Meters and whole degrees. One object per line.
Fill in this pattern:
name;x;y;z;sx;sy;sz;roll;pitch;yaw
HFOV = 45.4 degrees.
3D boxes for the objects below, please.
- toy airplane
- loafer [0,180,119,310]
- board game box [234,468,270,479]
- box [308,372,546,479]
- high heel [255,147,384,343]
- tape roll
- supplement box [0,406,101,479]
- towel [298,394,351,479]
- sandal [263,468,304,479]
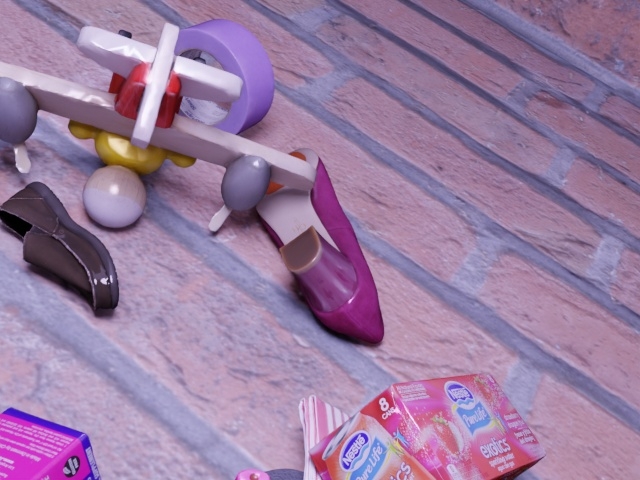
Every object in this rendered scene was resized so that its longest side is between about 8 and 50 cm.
toy airplane;-0.242;-0.143;1.021;0.386;0.273;0.384;21;5;27
loafer;-0.330;0.017;0.956;0.078;0.080;0.220;-29;57;-35
board game box;0.066;0.377;0.502;0.389;0.050;0.390;21;40;-2
box;0.125;0.232;0.834;0.257;0.128;0.123;9;43;-55
high heel;0.000;0.000;1.166;0.181;0.127;0.377;50;18;-30
tape roll;-0.174;-0.261;1.260;0.189;0.189;0.080;35;40;12
supplement box;-0.294;0.256;0.634;0.113;0.111;0.220;8;30;31
towel;0.054;0.269;0.853;0.197;0.029;0.144;36;25;-24
sandal;-0.070;0.339;0.749;0.097;0.054;0.255;19;48;3
